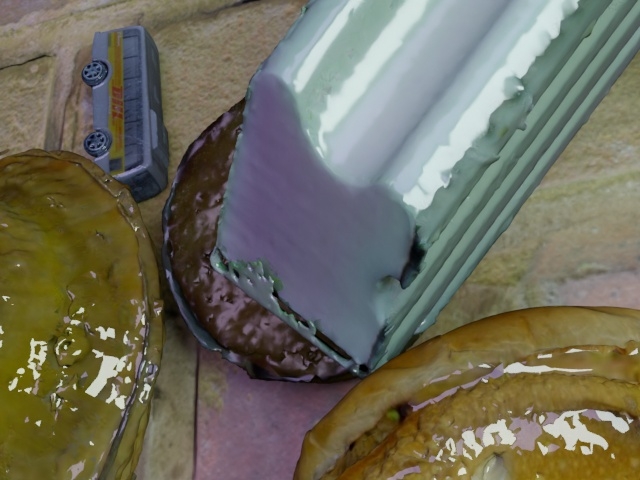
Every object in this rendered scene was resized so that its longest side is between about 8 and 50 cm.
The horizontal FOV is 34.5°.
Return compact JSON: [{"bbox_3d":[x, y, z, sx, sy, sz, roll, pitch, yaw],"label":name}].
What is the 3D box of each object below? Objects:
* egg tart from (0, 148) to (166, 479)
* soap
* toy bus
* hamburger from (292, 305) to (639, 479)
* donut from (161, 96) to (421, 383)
[{"bbox_3d":[-0.335,0.103,0.926,0.443,0.178,0.443,-12,65,28],"label":"egg tart"},{"bbox_3d":[0.104,-0.125,0.688,0.156,0.261,0.446,35,87,15],"label":"soap"},{"bbox_3d":[-0.198,-0.128,1.054,0.075,0.064,0.190,-12,62,5],"label":"toy bus"},{"bbox_3d":[0.137,0.183,0.630,0.314,0.289,0.170,-19,24,2],"label":"hamburger"},{"bbox_3d":[0.000,0.000,0.884,0.272,0.107,0.272,-8,69,22],"label":"donut"}]
